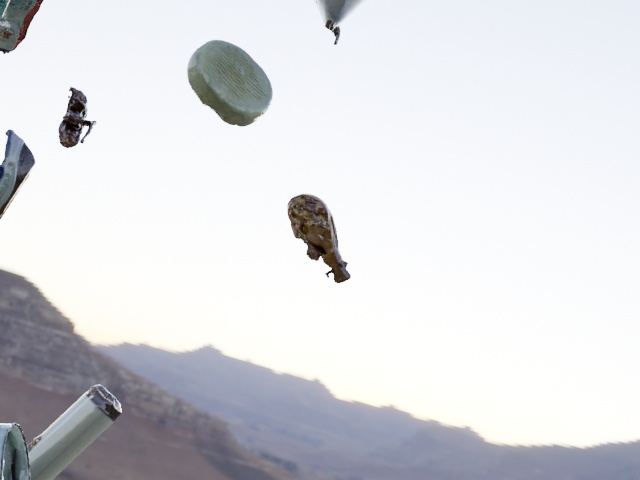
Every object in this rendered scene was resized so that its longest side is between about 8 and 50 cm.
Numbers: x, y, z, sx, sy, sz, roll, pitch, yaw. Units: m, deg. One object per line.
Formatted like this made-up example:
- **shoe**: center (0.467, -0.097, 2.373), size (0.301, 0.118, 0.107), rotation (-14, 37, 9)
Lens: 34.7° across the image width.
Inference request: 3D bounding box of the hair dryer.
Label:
- **hair dryer**: center (-0.414, 0.327, 1.441), size (0.203, 0.362, 0.128), rotation (51, -13, -22)

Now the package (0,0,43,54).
- **package**: center (-0.611, -0.424, 1.889), size (0.040, 0.166, 0.232), rotation (45, 19, 22)

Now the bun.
- **bun**: center (-0.218, -0.361, 2.370), size (0.221, 0.221, 0.108), rotation (23, -40, -34)

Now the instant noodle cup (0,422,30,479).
- **instant noodle cup**: center (-0.479, 0.295, 1.229), size (0.232, 0.207, 0.207), rotation (-4, -10, -3)

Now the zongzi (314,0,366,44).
- **zongzi**: center (0.158, -0.528, 1.749), size (0.447, 0.418, 0.181), rotation (-18, -44, 1)

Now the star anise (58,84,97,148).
- **star anise**: center (-0.478, -0.229, 2.014), size (0.070, 0.097, 0.191), rotation (19, 26, -17)

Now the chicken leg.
- **chicken leg**: center (0.001, -0.001, 2.100), size (0.085, 0.208, 0.101), rotation (-25, 13, 11)

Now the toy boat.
- **toy boat**: center (-0.721, -0.120, 2.234), size (0.115, 0.262, 0.114), rotation (33, 7, -12)
